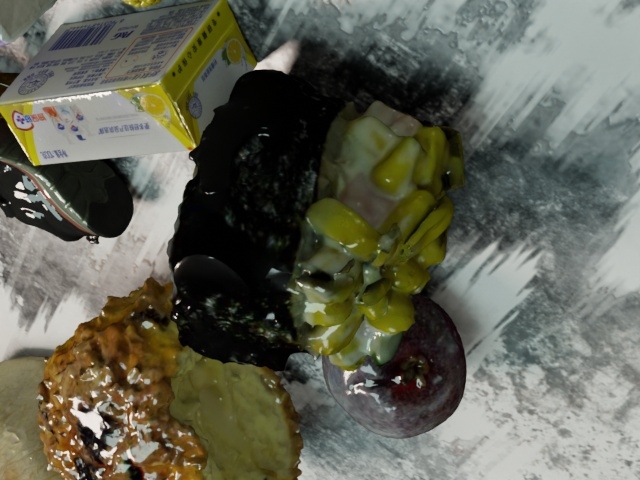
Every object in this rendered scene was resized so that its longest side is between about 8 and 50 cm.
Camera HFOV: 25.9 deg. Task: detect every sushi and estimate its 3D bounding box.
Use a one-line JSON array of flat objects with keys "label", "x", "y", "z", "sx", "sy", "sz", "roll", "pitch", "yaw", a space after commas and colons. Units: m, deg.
[{"label": "sushi", "x": 0.000, "y": 0.000, "z": 1.548, "sx": 0.285, "sy": 0.328, "sz": 0.328, "roll": 13, "pitch": 136, "yaw": 5}]

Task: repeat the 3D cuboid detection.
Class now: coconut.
[{"label": "coconut", "x": -0.477, "y": 0.412, "z": 2.227, "sx": 0.405, "sy": 0.404, "sz": 0.404, "roll": 18, "pitch": 138, "yaw": 17}]

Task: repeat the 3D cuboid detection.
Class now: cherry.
[{"label": "cherry", "x": 0.087, "y": 0.151, "z": 1.755, "sx": 0.195, "sy": 0.195, "sz": 0.195, "roll": 18, "pitch": 138, "yaw": 17}]

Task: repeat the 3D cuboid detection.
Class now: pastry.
[{"label": "pastry", "x": -0.229, "y": 0.256, "z": 1.965, "sx": 0.337, "sy": 0.292, "sz": 0.405, "roll": -10, "pitch": 120, "yaw": 39}]

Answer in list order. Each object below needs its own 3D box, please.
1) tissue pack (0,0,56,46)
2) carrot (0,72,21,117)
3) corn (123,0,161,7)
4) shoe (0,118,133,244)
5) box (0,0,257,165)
[{"label": "tissue pack", "x": -0.502, "y": -0.329, "z": 1.647, "sx": 0.338, "sy": 0.160, "sz": 0.242, "roll": -6, "pitch": 128, "yaw": 37}, {"label": "carrot", "x": -0.431, "y": -0.177, "z": 1.734, "sx": 0.069, "sy": 0.229, "sz": 0.069, "roll": 13, "pitch": 106, "yaw": 52}, {"label": "corn", "x": -0.167, "y": -0.327, "z": 1.510, "sx": 0.072, "sy": 0.072, "sz": 0.203, "roll": 37, "pitch": 139, "yaw": -7}, {"label": "shoe", "x": -0.387, "y": -0.097, "z": 1.857, "sx": 0.291, "sy": 0.114, "sz": 0.137, "roll": 41, "pitch": 145, "yaw": -16}, {"label": "box", "x": -0.227, "y": -0.182, "z": 1.622, "sx": 0.265, "sy": 0.168, "sz": 0.097, "roll": -4, "pitch": 131, "yaw": 33}]
